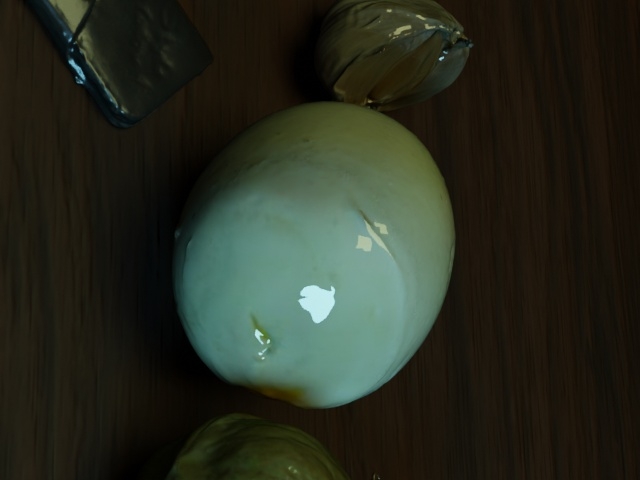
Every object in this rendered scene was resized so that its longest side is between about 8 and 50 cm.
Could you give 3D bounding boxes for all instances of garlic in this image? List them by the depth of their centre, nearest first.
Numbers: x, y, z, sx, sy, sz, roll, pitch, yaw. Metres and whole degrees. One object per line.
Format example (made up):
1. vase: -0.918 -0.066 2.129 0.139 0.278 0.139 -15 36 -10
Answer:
1. garlic: 0.081 -0.245 1.463 0.229 0.178 0.143 13 47 -56

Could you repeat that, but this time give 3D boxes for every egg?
1. egg: 0.000 0.000 1.218 0.283 0.283 0.345 55 33 -21

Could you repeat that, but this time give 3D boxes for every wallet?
1. wallet: -0.235 -0.275 1.217 0.309 0.042 0.165 58 43 -18

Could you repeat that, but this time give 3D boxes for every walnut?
1. walnut: -0.058 0.297 1.106 0.283 0.227 0.283 34 47 -46

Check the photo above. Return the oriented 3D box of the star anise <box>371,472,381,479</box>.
1. star anise: 0.066 0.356 1.312 0.196 0.111 0.212 4 107 -27
